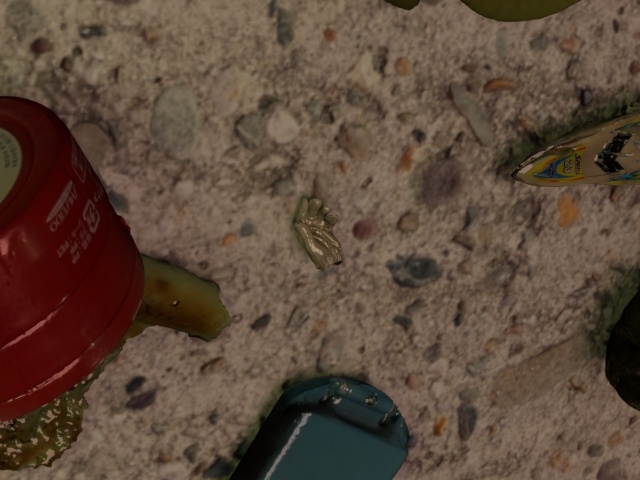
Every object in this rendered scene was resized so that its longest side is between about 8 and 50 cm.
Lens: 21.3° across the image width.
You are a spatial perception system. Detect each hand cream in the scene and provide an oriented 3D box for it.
[{"bbox_3d":[-0.254,0.012,1.237,0.230,0.230,0.149,-34,128,-15],"label":"hand cream"}]

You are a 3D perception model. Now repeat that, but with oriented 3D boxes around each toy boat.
[{"bbox_3d":[0.270,-0.085,1.644,0.210,0.066,0.084,-15,120,-27],"label":"toy boat"}]

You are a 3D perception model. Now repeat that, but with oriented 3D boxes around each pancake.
[{"bbox_3d":[-0.238,0.111,1.406,0.376,0.054,0.197,-25,125,-23],"label":"pancake"}]

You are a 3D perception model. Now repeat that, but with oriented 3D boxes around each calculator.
[{"bbox_3d":[-0.027,0.262,1.636,0.173,0.051,0.293,27,98,-41],"label":"calculator"}]

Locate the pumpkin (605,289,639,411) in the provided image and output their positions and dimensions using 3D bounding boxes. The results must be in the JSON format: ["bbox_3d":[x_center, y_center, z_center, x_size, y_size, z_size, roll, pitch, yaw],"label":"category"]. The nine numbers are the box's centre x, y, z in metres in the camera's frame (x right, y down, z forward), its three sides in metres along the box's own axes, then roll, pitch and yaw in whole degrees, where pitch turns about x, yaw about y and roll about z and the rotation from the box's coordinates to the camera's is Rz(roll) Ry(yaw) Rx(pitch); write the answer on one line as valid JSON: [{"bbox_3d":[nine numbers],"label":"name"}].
[{"bbox_3d":[0.461,0.135,1.788,0.317,0.222,0.139,11,106,-38],"label":"pumpkin"}]

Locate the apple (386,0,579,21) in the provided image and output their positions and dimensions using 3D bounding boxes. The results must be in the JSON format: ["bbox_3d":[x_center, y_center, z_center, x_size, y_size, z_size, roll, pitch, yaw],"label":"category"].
[{"bbox_3d":[0.121,-0.304,1.285,0.292,0.292,0.254,-6,137,-32],"label":"apple"}]

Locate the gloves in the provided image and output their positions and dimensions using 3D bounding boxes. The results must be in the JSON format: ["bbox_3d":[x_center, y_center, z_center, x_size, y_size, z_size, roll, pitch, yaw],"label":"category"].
[{"bbox_3d":[-0.002,-0.001,1.521,0.044,0.037,0.081,-31,122,-50],"label":"gloves"}]
